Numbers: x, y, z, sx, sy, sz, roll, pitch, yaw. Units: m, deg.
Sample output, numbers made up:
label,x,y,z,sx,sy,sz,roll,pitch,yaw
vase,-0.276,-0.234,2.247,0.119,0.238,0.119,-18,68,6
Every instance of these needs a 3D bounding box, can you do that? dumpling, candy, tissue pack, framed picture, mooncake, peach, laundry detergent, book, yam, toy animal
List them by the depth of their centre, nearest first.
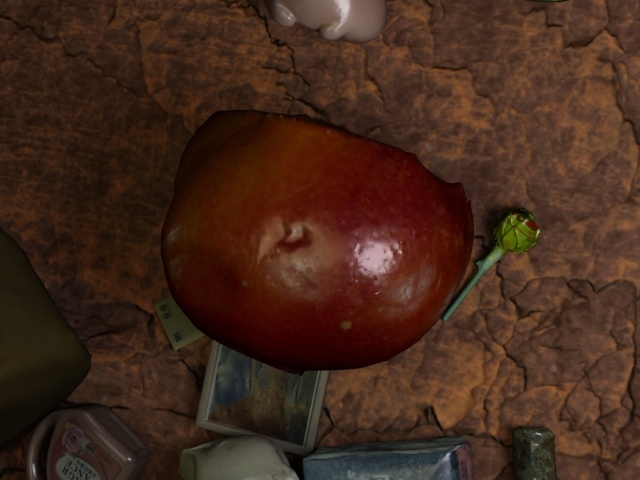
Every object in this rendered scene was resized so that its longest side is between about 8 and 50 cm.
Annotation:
label,x,y,z,sx,sy,sz,roll,pitch,yaw
peach,-0.018,0.012,1.514,0.406,0.335,0.310,16,83,16
yam,0.279,0.380,1.573,0.061,0.061,0.274,3,93,19
toy animal,0.033,-0.378,1.577,0.210,0.229,0.221,23,136,14
candy,0.221,0.036,1.592,0.062,0.058,0.194,33,112,-9
tissue pack,0.104,0.434,1.613,0.228,0.103,0.315,-6,90,18
dumpling,-0.090,0.362,1.658,0.252,0.131,0.179,-6,112,42
mooncake,-0.569,0.187,1.673,0.467,0.467,0.262,-39,74,16
framed picture,-0.072,0.170,1.704,0.184,0.016,0.250,14,96,13
book,-0.183,0.104,1.750,0.111,0.014,0.077,-27,84,17
laundry detergent,-0.381,0.357,1.798,0.171,0.076,0.237,43,106,15

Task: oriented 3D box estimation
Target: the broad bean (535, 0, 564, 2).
label,x,y,z,sx,sy,sz,roll,pitch,yaw
broad bean,0.246,-0.354,1.570,0.254,0.046,0.065,19,91,17
